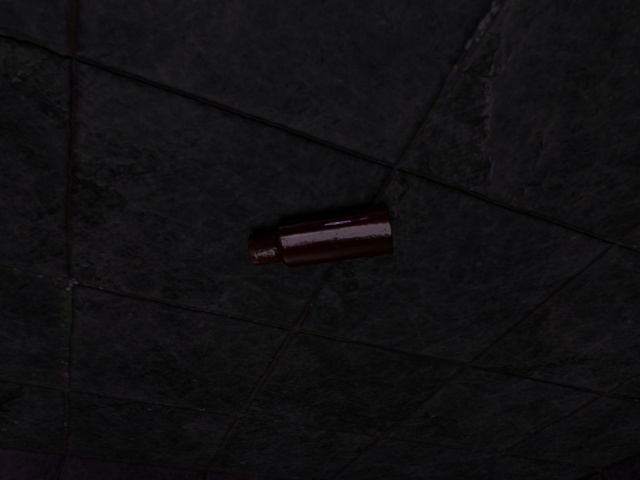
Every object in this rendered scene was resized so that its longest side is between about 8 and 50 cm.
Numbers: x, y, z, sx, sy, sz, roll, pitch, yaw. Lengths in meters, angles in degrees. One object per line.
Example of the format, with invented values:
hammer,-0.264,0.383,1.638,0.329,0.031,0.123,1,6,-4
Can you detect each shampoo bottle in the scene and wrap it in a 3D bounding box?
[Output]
shampoo bottle,0.000,0.000,0.815,0.260,0.064,0.102,-9,134,7
